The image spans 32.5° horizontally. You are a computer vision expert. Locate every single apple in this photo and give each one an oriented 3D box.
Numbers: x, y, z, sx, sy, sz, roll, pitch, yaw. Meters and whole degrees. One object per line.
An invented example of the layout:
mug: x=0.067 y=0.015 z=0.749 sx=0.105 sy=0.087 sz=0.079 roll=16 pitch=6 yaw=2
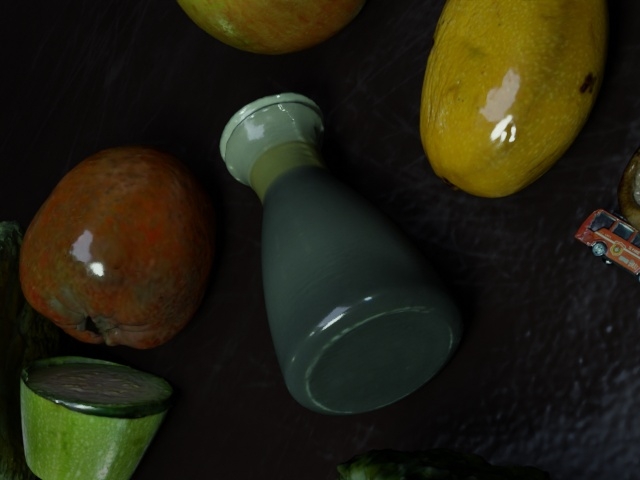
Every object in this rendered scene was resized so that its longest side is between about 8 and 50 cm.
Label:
apple: x=-0.058 y=-0.330 z=1.189 sx=0.246 sy=0.226 sz=0.246 roll=-11 pitch=70 yaw=34

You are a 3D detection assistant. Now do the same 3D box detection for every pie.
pie: x=-0.360 y=0.133 z=1.246 sx=0.071 sy=0.323 sz=0.323 roll=0 pitch=71 yaw=2

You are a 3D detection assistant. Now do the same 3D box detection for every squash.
squash: x=-0.257 y=0.200 z=1.216 sx=0.170 sy=0.170 sz=0.122 roll=28 pitch=105 yaw=41

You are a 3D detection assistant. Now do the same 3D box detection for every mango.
mango: x=0.186 y=-0.180 z=1.013 sx=0.177 sy=0.120 sz=0.294 roll=18 pitch=85 yaw=49

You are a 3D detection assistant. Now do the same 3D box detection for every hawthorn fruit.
hawthorn fruit: x=-0.219 y=-0.013 z=1.237 sx=0.211 sy=0.210 sz=0.262 roll=-17 pitch=48 yaw=34

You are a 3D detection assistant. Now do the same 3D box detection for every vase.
vase: x=0.000 y=0.000 z=1.079 sx=0.173 sy=0.173 sz=0.321 roll=-44 pitch=47 yaw=19

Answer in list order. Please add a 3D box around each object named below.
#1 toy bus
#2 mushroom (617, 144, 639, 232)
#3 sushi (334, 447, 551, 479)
toy bus: x=0.271 y=0.012 z=0.935 sx=0.110 sy=0.031 sz=0.043 roll=37 pitch=97 yaw=39
mushroom: x=0.307 y=-0.045 z=0.909 sx=0.123 sy=0.052 sz=0.123 roll=-21 pitch=50 yaw=27
sushi: x=0.102 y=0.313 z=0.787 sx=0.352 sy=0.178 sz=0.294 roll=-166 pitch=86 yaw=-74
